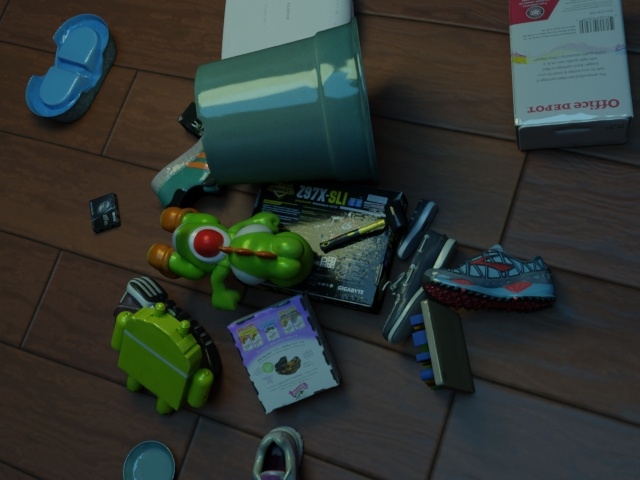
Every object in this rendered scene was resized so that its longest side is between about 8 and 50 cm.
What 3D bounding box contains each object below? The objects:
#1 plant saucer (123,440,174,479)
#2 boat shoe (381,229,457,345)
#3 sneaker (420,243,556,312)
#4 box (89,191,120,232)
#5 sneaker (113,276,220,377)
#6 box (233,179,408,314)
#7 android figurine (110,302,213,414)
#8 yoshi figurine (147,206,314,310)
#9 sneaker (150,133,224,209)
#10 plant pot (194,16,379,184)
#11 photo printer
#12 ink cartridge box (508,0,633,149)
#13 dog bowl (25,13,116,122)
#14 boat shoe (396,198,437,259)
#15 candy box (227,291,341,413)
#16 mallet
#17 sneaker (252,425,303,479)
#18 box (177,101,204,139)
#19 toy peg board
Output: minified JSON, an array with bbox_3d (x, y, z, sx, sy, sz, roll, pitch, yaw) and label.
[{"bbox_3d":[-0.356,0.482,1.675,0.120,0.021,0.119,-6,70,15],"label":"plant saucer"},{"bbox_3d":[0.185,0.090,1.604,0.079,0.095,0.254,26,78,24],"label":"boat shoe"},{"bbox_3d":[0.322,0.069,1.557,0.262,0.104,0.125,6,63,-7],"label":"sneaker"},{"bbox_3d":[-0.517,-0.066,1.914,0.067,0.018,0.083,-18,67,11],"label":"box"},{"bbox_3d":[-0.347,0.226,1.735,0.281,0.106,0.162,48,114,15],"label":"sneaker"},{"bbox_3d":[0.000,0.000,1.703,0.322,0.079,0.257,10,73,20],"label":"box"},{"bbox_3d":[-0.327,0.239,1.631,0.248,0.272,0.056,32,40,14],"label":"android figurine"},{"bbox_3d":[-0.163,0.030,1.638,0.362,0.203,0.203,9,34,34],"label":"yoshi figurine"},{"bbox_3d":[-0.240,-0.171,1.826,0.302,0.108,0.121,-41,72,4],"label":"sneaker"},{"bbox_3d":[-0.066,-0.261,1.641,0.334,0.341,0.340,-8,70,5],"label":"plant pot"},{"bbox_3d":[-0.073,-0.508,1.882,0.308,0.107,0.255,-3,71,16],"label":"photo printer"},{"bbox_3d":[0.507,-0.352,1.640,0.226,0.131,0.306,-2,73,16],"label":"ink cartridge box"},{"bbox_3d":[-0.630,-0.434,2.045,0.166,0.074,0.297,20,79,22],"label":"dog bowl"},{"bbox_3d":[0.195,-0.025,1.671,0.040,0.049,0.142,26,74,29],"label":"boat shoe"},{"bbox_3d":[-0.071,0.226,1.612,0.165,0.070,0.196,-23,90,8],"label":"candy box"},{"bbox_3d":[0.084,-0.029,1.628,0.190,0.039,0.062,-15,69,16],"label":"mallet"},{"bbox_3d":[-0.085,0.484,1.542,0.103,0.111,0.252,-13,69,12],"label":"sneaker"},{"bbox_3d":[-0.286,-0.279,1.898,0.083,0.052,0.062,36,84,25],"label":"box"},{"bbox_3d":[0.216,0.213,1.527,0.079,0.161,0.161,-20,66,27],"label":"toy peg board"}]
